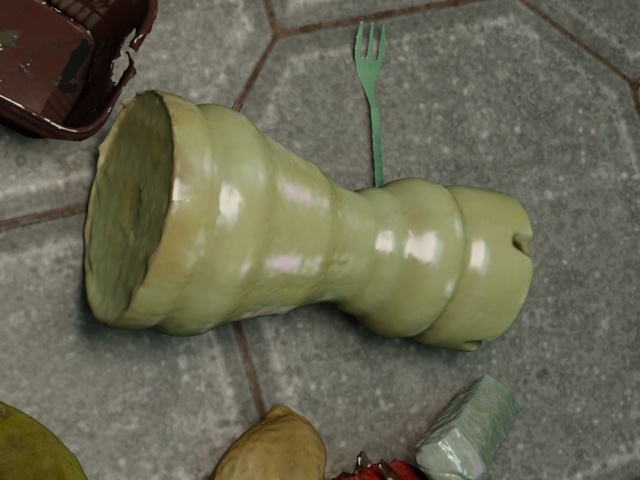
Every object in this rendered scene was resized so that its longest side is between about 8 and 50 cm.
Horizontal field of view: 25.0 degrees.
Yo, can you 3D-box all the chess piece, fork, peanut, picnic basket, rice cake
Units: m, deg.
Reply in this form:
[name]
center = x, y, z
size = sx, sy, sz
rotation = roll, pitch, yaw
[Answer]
[chess piece]
center = 0.000, 0.000, 1.479
size = 0.442, 0.234, 0.234
rotation = 10, 76, -27
[fork]
center = 0.059, -0.132, 1.639
size = 0.039, 0.021, 0.235
rotation = 2, 81, -22
[peanut]
center = -0.059, 0.287, 1.450
size = 0.137, 0.122, 0.253
rotation = 35, 59, -58
[picnic basket]
center = -0.325, -0.228, 1.407
size = 0.296, 0.129, 0.223
rotation = 31, 67, -19
[rice cake]
center = 0.158, 0.206, 1.551
size = 0.069, 0.063, 0.206
rotation = 53, 26, -3

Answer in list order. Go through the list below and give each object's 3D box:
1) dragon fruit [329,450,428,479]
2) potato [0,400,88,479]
[dragon fruit]
center = 0.089, 0.360, 1.450
size = 0.282, 0.100, 0.343
rotation = 58, 44, -14
[potato]
center = -0.325, 0.238, 1.314
size = 0.197, 0.148, 0.228
rotation = -47, 105, -10
